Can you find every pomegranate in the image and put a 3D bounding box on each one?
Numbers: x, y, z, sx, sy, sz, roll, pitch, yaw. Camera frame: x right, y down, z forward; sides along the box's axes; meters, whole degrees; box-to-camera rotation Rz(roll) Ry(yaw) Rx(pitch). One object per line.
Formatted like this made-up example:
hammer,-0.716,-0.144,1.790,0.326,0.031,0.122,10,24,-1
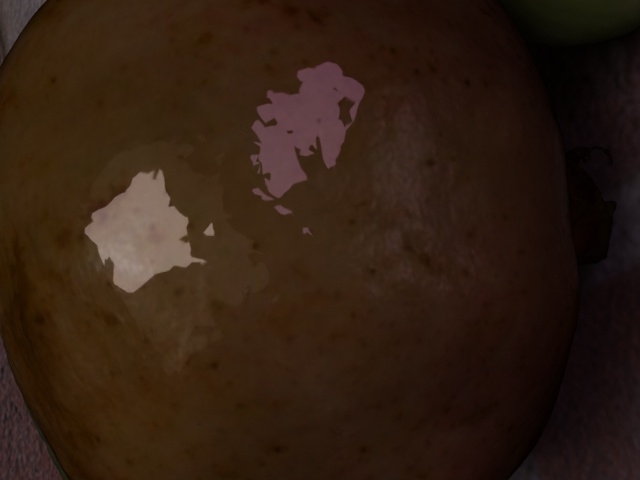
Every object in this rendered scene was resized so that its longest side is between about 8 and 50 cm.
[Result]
pomegranate,0.000,0.000,0.590,0.338,0.338,0.338,-2,86,44

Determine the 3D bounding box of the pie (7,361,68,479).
pie,-0.145,0.073,0.875,0.306,0.071,0.306,-2,87,45

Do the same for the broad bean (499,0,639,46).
broad bean,0.119,-0.243,0.600,0.238,0.119,0.291,-28,70,39
